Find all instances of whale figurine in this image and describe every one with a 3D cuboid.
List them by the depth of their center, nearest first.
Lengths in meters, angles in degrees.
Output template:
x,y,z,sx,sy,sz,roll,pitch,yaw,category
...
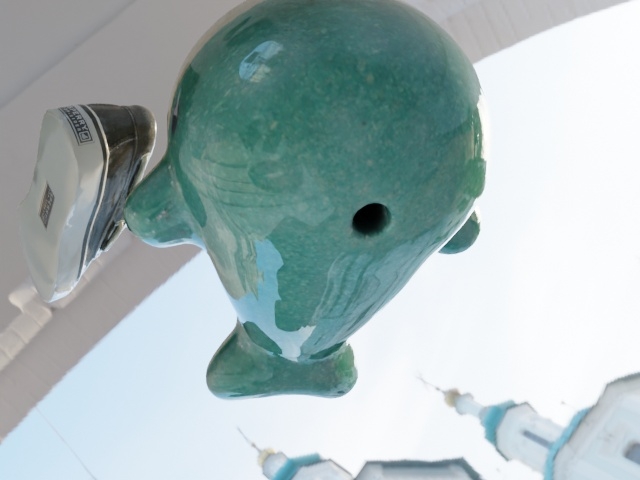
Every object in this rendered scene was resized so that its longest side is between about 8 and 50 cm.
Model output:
x,y,z,sx,sy,sz,roll,pitch,yaw,category
0.000,0.000,0.431,0.217,0.141,0.271,3,-62,-17,whale figurine

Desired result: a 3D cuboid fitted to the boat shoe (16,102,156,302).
x,y,z,sx,sy,sz,roll,pitch,yaw,category
-0.173,-0.021,0.562,0.070,0.219,0.077,-17,-108,-36,boat shoe
